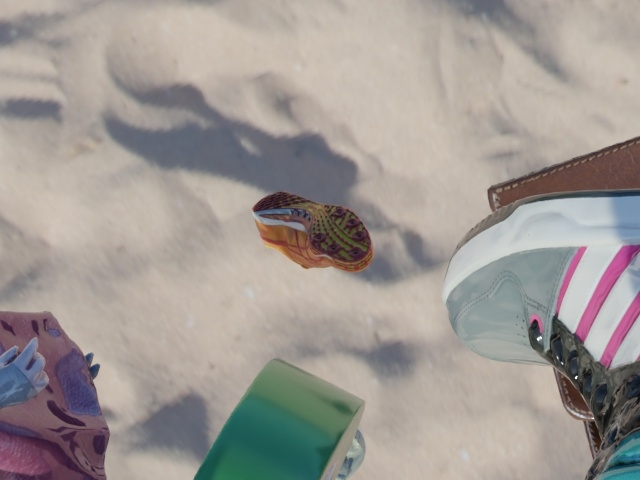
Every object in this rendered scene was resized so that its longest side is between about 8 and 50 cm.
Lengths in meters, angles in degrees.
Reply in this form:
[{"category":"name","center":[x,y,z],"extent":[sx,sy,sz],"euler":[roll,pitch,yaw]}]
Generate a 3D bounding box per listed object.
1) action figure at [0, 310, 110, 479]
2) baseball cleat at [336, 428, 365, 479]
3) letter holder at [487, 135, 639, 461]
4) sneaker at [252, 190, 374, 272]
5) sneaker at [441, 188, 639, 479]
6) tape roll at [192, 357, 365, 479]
[{"category":"action figure","center":[-0.330,0.112,1.308],"extent":[0.276,0.370,0.248],"euler":[-47,49,12]},{"category":"baseball cleat","center":[-0.051,0.235,1.576],"extent":[0.206,0.109,0.072],"euler":[-28,95,-20]},{"category":"letter holder","center":[0.295,0.034,1.152],"extent":[0.302,0.152,0.214],"euler":[-19,65,15]},{"category":"sneaker","center":[0.000,0.000,1.729],"extent":[0.064,0.067,0.175],"euler":[-35,33,-20]},{"category":"sneaker","center":[0.139,0.080,0.735],"extent":[0.295,0.124,0.178],"euler":[-8,56,57]},{"category":"tape roll","center":[-0.069,0.243,1.244],"extent":[0.077,0.321,0.321],"euler":[25,72,7]}]
